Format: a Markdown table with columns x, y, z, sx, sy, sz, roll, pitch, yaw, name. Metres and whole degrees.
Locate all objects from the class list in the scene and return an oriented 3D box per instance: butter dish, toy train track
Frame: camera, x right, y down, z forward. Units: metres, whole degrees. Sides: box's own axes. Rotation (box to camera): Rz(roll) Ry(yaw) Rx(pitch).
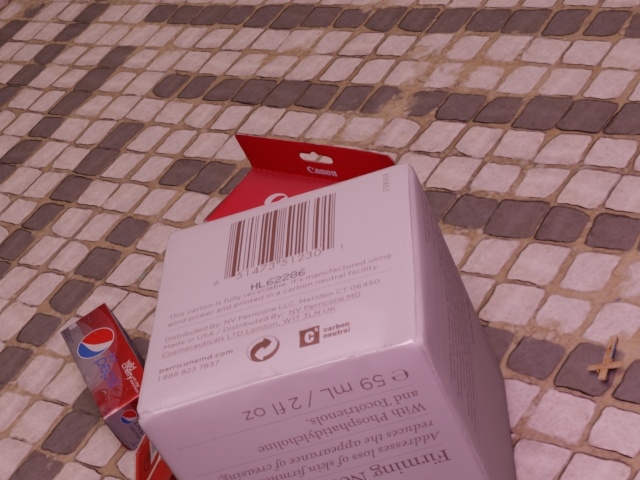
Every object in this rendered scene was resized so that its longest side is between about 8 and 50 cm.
| x | y | z | sx | sy | sz | roll | pitch | yaw | name |
| --- | --- | --- | --- | --- | --- | --- | --- | --- | --- |
| -0.185 | 0.308 | 1.786 | 0.160 | 0.118 | 0.159 | -100 | 32 | -54 | butter dish |
| 0.378 | 0.156 | 1.691 | 0.048 | 0.014 | 0.083 | -11 | 32 | 33 | toy train track |

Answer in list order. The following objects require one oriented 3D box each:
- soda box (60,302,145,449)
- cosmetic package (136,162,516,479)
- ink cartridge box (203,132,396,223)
| x | y | z | sx | sy | sz | roll | pitch | yaw | name |
| --- | --- | --- | --- | --- | --- | --- | --- | --- | --- |
| -0.316 | 0.208 | 2.011 | 0.092 | 0.083 | 0.263 | -33 | 37 | -7 | soda box |
| 0.026 | 0.185 | 1.553 | 0.330 | 0.393 | 0.327 | -17 | 36 | 14 | cosmetic package |
| 0.000 | 0.000 | 1.833 | 0.310 | 0.271 | 0.130 | 10 | 50 | 41 | ink cartridge box |
